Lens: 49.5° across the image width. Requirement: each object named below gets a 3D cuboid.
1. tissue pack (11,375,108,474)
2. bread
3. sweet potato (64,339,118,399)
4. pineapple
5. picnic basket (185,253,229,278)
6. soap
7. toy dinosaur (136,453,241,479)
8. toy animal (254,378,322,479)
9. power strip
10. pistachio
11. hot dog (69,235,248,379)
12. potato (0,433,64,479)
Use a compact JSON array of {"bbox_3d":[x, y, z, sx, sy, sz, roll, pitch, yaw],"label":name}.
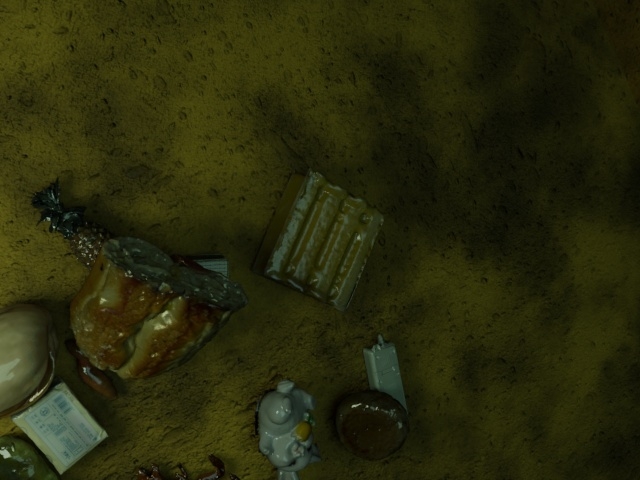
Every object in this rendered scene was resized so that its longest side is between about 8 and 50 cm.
[{"bbox_3d":[-0.655,0.463,1.745,0.148,0.092,0.196,-38,108,-20],"label":"tissue pack"},{"bbox_3d":[0.157,0.556,2.118,0.230,0.123,0.230,3,107,8],"label":"bread"},{"bbox_3d":[-0.591,0.338,1.789,0.058,0.055,0.202,-45,113,-40],"label":"sweet potato"},{"bbox_3d":[-0.613,-0.033,1.722,0.125,0.125,0.251,-46,106,-17],"label":"pineapple"},{"bbox_3d":[-0.313,0.120,1.897,0.115,0.079,0.164,-2,95,-27],"label":"picnic basket"},{"bbox_3d":[0.000,0.000,2.006,0.293,0.156,0.335,25,83,-29],"label":"soap"},{"bbox_3d":[-0.307,0.721,1.939,0.208,0.097,0.432,-46,109,-2],"label":"toy dinosaur"},{"bbox_3d":[-0.089,0.565,2.011,0.208,0.154,0.325,-48,136,-38],"label":"toy animal"},{"bbox_3d":[0.208,0.456,2.200,0.098,0.058,0.338,-15,101,-24],"label":"power strip"},{"bbox_3d":[-0.747,0.288,1.626,0.309,0.230,0.230,-45,111,-14],"label":"pistachio"},{"bbox_3d":[-0.430,0.189,1.732,0.367,0.196,0.365,25,120,-23],"label":"hot dog"},{"bbox_3d":[-0.726,0.570,1.711,0.117,0.090,0.225,-32,106,19],"label":"potato"}]
